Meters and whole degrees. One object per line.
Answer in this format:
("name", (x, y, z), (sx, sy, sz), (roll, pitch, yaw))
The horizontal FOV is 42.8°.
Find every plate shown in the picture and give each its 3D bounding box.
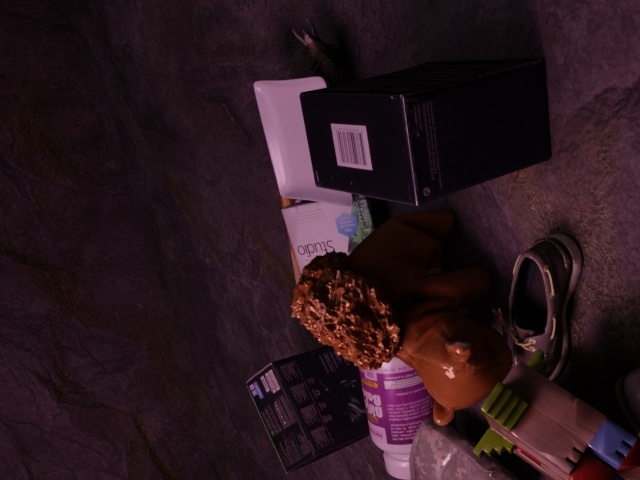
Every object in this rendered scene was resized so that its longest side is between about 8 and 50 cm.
("plate", (-0.029, -0.219, 1.774), (0.277, 0.045, 0.278), (12, 121, 54))

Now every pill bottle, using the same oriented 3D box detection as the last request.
("pill bottle", (0.182, 0.359, 1.793), (0.169, 0.169, 0.302), (10, 114, 58))

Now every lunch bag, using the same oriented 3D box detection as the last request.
("lunch bag", (0.306, 0.517, 1.667), (0.235, 0.168, 0.287), (34, 138, 49))

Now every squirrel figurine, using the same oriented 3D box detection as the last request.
("squirrel figurine", (0.147, 0.159, 1.496), (0.370, 0.396, 0.281), (-117, 34, -47))

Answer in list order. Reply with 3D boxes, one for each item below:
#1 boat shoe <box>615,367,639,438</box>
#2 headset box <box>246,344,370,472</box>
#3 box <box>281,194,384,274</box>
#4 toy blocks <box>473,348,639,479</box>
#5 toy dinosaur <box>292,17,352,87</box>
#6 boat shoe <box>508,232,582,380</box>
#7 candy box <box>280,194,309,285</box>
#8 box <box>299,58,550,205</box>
("boat shoe", (0.563, 0.295, 1.171), (0.302, 0.113, 0.103), (49, 143, 19))
("headset box", (0.000, 0.402, 2.033), (0.131, 0.283, 0.246), (-42, 69, 42))
("box", (0.058, 0.054, 1.849), (0.232, 0.058, 0.322), (-11, 102, 36))
("toy blocks", (0.398, 0.327, 1.269), (0.261, 0.191, 0.381), (33, 171, 24))
("toy dinosaur", (0.016, -0.315, 1.804), (0.314, 0.121, 0.160), (95, 156, -43))
("boat shoe", (0.372, 0.133, 1.419), (0.109, 0.091, 0.305), (38, 136, 46))
("candy box", (0.000, 0.000, 1.995), (0.183, 0.087, 0.317), (14, 117, 55))
("box", (0.174, -0.191, 1.377), (0.296, 0.294, 0.183), (17, 122, 56))
